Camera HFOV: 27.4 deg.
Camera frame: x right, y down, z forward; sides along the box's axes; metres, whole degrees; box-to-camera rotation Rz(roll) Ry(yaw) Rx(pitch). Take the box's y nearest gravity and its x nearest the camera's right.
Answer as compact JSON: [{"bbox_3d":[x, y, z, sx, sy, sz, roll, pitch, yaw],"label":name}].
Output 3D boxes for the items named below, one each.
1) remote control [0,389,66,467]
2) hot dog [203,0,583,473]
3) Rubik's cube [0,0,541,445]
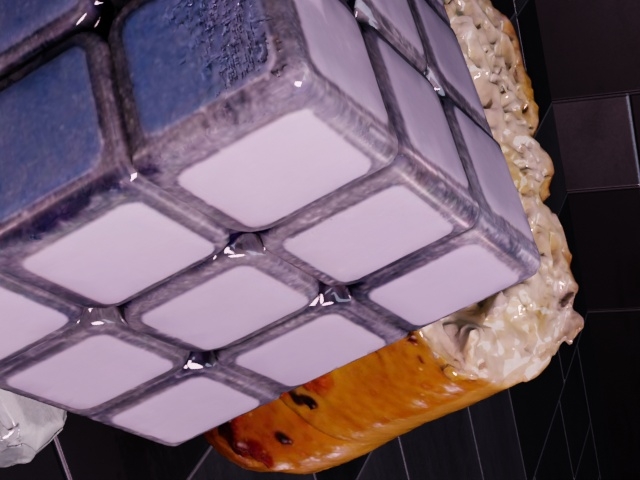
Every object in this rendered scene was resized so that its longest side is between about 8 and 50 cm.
[{"bbox_3d":[-0.236,0.042,0.878,0.104,0.052,0.247,-61,138,-54],"label":"remote control"},{"bbox_3d":[0.000,0.000,1.067,0.196,0.365,0.367,11,58,-32],"label":"hot dog"},{"bbox_3d":[-0.086,-0.086,0.803,0.303,0.301,0.305,32,37,-55],"label":"Rubik's cube"}]
